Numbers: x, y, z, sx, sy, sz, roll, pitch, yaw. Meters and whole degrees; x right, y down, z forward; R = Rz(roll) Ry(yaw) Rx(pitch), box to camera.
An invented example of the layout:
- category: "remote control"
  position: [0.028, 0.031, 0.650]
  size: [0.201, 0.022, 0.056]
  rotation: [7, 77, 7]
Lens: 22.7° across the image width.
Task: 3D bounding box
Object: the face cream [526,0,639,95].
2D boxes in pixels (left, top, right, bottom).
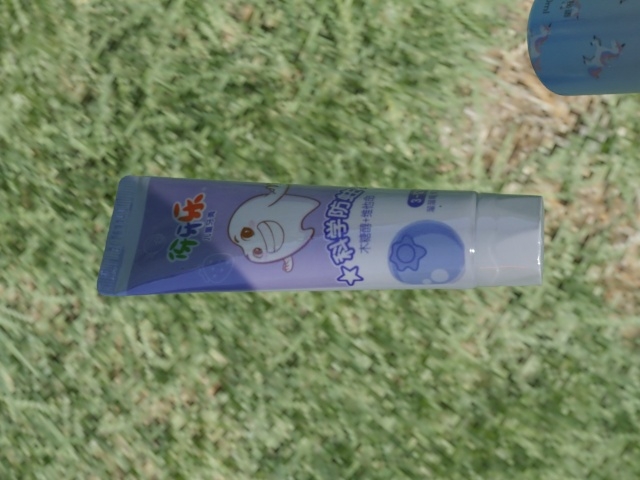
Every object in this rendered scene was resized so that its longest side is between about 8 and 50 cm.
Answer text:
- category: "face cream"
  position: [0.229, -0.122, 0.905]
  size: [0.075, 0.229, 0.075]
  rotation: [-2, 92, -45]

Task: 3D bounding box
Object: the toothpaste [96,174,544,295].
- category: "toothpaste"
  position: [0.000, 0.000, 1.336]
  size: [0.371, 0.125, 0.080]
  rotation: [0, 146, 12]
